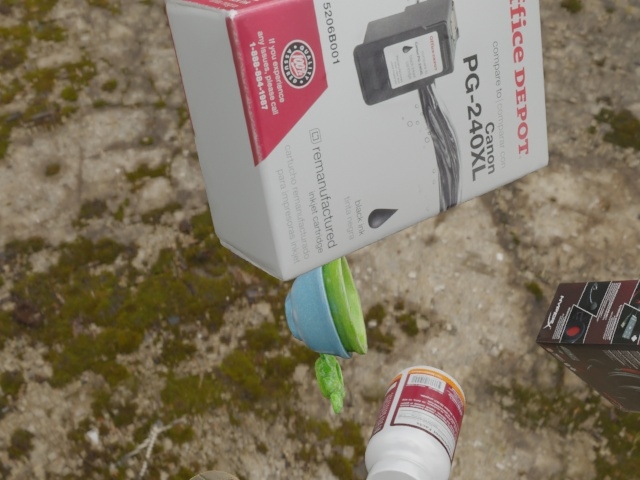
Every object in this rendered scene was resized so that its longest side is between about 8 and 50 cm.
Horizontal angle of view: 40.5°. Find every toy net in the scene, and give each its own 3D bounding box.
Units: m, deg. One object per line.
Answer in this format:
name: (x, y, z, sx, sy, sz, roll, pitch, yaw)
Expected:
toy net: (0.000, 0.000, 0.625, 0.045, 0.122, 0.232, -16, 48, 9)

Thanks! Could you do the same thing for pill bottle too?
pill bottle: (0.094, 0.203, 0.875, 0.086, 0.086, 0.152, 16, 33, 11)

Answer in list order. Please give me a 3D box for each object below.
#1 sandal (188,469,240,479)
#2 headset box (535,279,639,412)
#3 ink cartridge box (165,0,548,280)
sandal: (-0.182, 0.386, 1.244, 0.180, 0.049, 0.072, -35, 67, 15)
headset box: (0.488, 0.153, 1.204, 0.218, 0.293, 0.110, 37, 68, -24)
ink cartridge box: (0.023, -0.065, 0.371, 0.150, 0.109, 0.063, -23, 28, -26)
